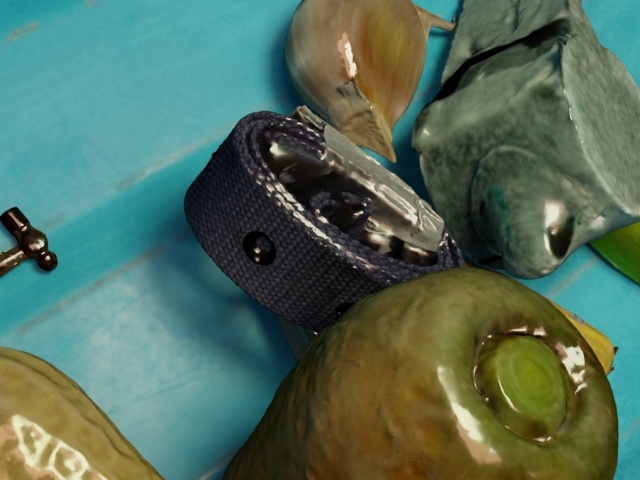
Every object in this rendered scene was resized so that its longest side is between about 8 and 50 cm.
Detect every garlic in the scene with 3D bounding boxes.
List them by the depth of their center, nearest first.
[{"bbox_3d":[0.052,-0.217,0.904,0.267,0.128,0.148,-55,134,-34],"label":"garlic"}]

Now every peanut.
[{"bbox_3d":[-0.189,0.220,0.673,0.153,0.140,0.325,-35,95,-9],"label":"peanut"}]

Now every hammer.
[{"bbox_3d":[-0.310,0.040,0.736,0.178,0.021,0.065,-35,91,-23],"label":"hammer"}]

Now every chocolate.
[{"bbox_3d":[0.191,0.077,0.894,0.219,0.085,0.086,33,67,-9],"label":"chocolate"}]

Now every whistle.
[{"bbox_3d":[0.203,-0.151,0.879,0.188,0.168,0.405,8,65,-45],"label":"whistle"}]

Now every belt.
[{"bbox_3d":[0.000,0.000,0.740,0.230,0.126,0.140,33,40,-11],"label":"belt"}]

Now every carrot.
[{"bbox_3d":[0.054,0.171,0.659,0.224,0.341,0.224,16,53,-22],"label":"carrot"}]

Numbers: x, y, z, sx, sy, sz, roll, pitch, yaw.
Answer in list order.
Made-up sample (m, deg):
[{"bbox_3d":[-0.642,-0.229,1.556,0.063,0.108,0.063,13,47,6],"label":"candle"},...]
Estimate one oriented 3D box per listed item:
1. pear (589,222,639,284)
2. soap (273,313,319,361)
[{"bbox_3d":[0.460,-0.048,0.983,0.286,0.176,0.282,-42,96,-24],"label":"pear"},{"bbox_3d":[-0.008,0.004,0.837,0.122,0.065,0.203,-25,86,-25],"label":"soap"}]
